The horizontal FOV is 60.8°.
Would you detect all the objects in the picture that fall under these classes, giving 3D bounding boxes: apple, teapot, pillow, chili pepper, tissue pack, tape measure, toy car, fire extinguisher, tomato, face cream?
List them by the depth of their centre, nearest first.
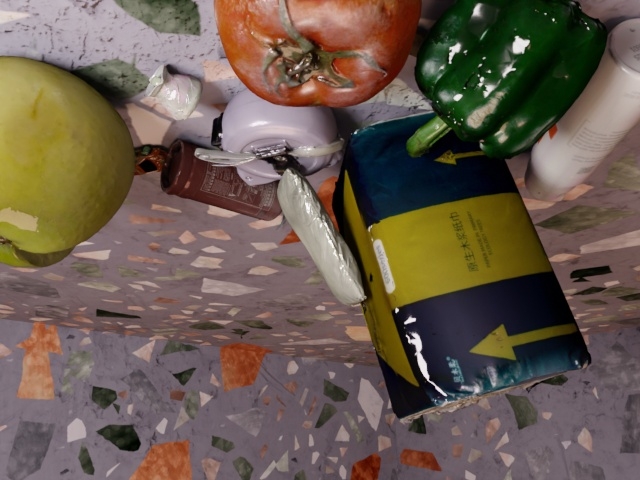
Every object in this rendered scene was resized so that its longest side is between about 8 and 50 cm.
[{"bbox_3d":[-0.004,-0.216,0.589,0.236,0.095,0.237,-1,160,-1],"label":"tomato"},{"bbox_3d":[0.197,-0.175,0.652,0.174,0.165,0.261,4,137,-39],"label":"chili pepper"},{"bbox_3d":[-0.209,-0.209,0.763,0.064,0.064,0.083,27,179,-34],"label":"teapot"},{"bbox_3d":[-0.414,-0.101,0.769,0.292,0.254,0.292,3,154,1],"label":"apple"},{"bbox_3d":[0.387,-0.161,0.799,0.102,0.102,0.345,1,158,0],"label":"face cream"},{"bbox_3d":[-0.069,-0.151,0.830,0.196,0.105,0.178,-9,156,25],"label":"tape measure"},{"bbox_3d":[0.000,0.000,0.833,0.051,0.229,0.128,-29,177,-11],"label":"pillow"},{"bbox_3d":[0.188,0.046,0.844,0.253,0.416,0.264,-14,160,-8],"label":"tissue pack"},{"bbox_3d":[-0.323,-0.136,0.966,0.122,0.035,0.059,-3,154,14],"label":"toy car"},{"bbox_3d":[-0.145,-0.090,0.986,0.269,0.105,0.105,16,153,-36],"label":"fire extinguisher"}]

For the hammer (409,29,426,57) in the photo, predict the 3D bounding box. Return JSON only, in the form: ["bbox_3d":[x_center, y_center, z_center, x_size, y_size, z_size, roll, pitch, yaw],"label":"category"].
[{"bbox_3d":[-0.017,-0.274,0.610,0.365,0.043,0.111,12,154,-29],"label":"hammer"}]
